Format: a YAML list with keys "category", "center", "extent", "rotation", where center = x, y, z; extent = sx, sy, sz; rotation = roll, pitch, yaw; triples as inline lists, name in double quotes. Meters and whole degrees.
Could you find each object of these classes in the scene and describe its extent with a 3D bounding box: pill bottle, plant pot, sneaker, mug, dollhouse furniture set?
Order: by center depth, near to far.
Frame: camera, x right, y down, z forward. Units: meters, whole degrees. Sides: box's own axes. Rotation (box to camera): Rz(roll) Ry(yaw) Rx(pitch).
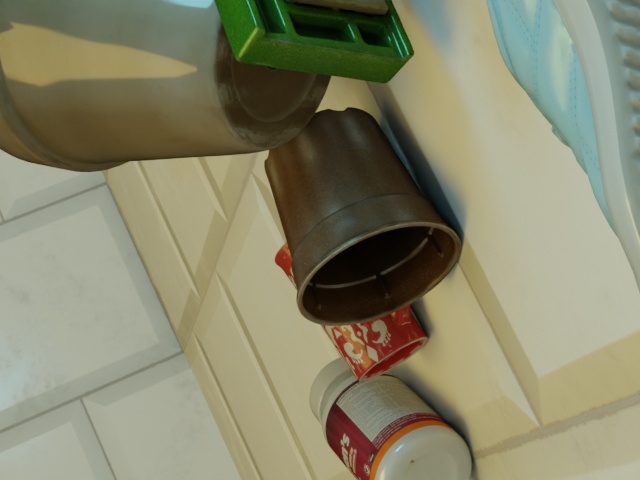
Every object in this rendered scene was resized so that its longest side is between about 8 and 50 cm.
- category: "sneaker"
  center: [0.181, -0.086, 0.668]
  extent: [0.150, 0.135, 0.366]
  rotation: [109, 145, -78]
- category: "dollhouse furniture set"
  center: [-0.003, -0.308, 0.958]
  extent: [0.197, 0.151, 0.302]
  rotation: [-48, 53, 44]
- category: "plant pot"
  center: [-0.147, -0.202, 1.151]
  extent: [0.280, 0.323, 0.323]
  rotation: [16, 134, 32]
- category: "plant pot"
  center: [0.028, -0.030, 1.172]
  extent: [0.167, 0.167, 0.165]
  rotation: [94, 156, -58]
- category: "mug"
  center: [0.039, 0.057, 1.328]
  extent: [0.169, 0.113, 0.150]
  rotation: [59, 164, 16]
- category: "pill bottle"
  center: [0.075, 0.227, 1.418]
  extent: [0.221, 0.121, 0.121]
  rotation: [39, 148, 58]
